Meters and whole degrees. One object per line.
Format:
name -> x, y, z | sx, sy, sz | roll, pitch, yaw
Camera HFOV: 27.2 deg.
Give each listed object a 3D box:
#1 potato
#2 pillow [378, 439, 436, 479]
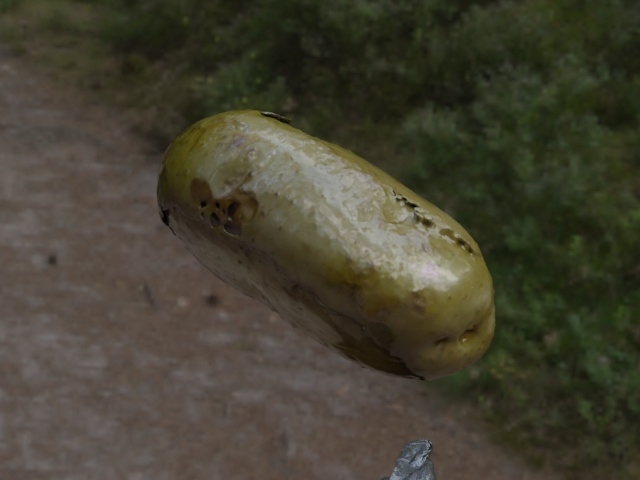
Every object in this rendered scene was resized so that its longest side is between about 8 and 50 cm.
potato -> 0.000, 0.000, 0.586 | 0.170, 0.080, 0.107 | 34, -5, 25
pillow -> -0.030, 0.207, 0.718 | 0.255, 0.059, 0.169 | -33, 20, 41
